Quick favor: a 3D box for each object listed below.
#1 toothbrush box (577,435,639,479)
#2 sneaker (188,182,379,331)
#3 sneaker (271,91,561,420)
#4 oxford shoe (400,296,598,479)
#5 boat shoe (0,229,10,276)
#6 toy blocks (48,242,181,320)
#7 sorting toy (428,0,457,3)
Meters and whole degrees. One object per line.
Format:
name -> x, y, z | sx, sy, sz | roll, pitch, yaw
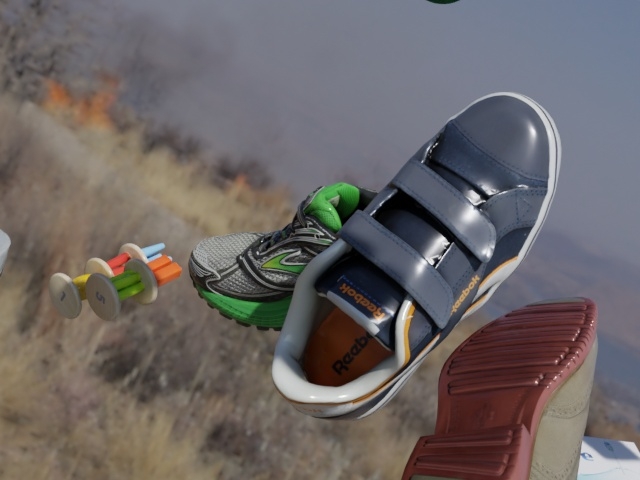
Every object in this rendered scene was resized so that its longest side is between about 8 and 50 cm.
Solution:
toothbrush box -> 0.298, 0.360, 1.476 | 0.216, 0.126, 0.295 | 9, 33, -21
sneaker -> 0.000, 0.000, 1.389 | 0.343, 0.134, 0.146 | -7, -56, 31
sneaker -> 0.078, 0.017, 1.057 | 0.126, 0.321, 0.127 | 36, 9, 21
oxford shoe -> 0.165, 0.169, 1.098 | 0.123, 0.130, 0.348 | -8, 25, 34
boat shoe -> -0.214, 0.047, 0.655 | 0.077, 0.070, 0.219 | 14, 15, 6
toy blocks -> -0.203, 0.037, 1.418 | 0.123, 0.054, 0.148 | -1, 18, 44
sorting toy -> 0.133, -0.265, 0.731 | 0.132, 0.274, 0.046 | 50, 15, -8
